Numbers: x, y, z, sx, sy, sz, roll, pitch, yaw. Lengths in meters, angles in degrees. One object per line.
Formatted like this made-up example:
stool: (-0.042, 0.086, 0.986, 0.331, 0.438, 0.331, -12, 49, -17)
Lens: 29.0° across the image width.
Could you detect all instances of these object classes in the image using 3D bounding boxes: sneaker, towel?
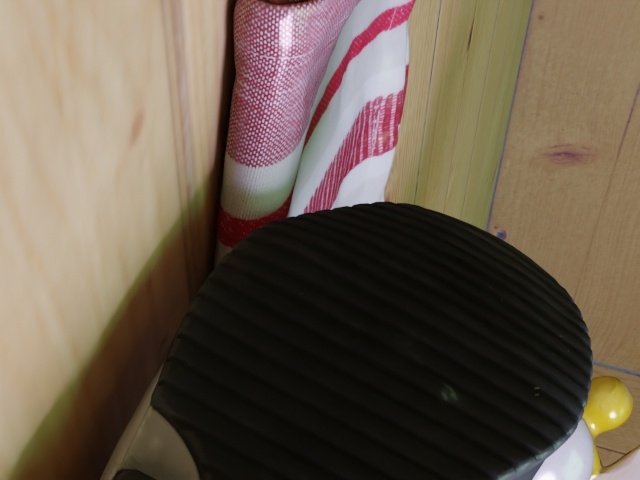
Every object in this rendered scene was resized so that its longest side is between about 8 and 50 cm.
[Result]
sneaker: (-0.020, 0.108, 0.372, 0.330, 0.122, 0.146, -47, 163, -49)
towel: (0.000, 0.000, 0.555, 0.237, 0.037, 0.329, -62, 163, -54)

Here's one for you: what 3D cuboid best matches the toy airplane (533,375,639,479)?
toy airplane: (0.166, 0.197, 0.827, 0.272, 0.384, 0.386, 55, 45, -53)
